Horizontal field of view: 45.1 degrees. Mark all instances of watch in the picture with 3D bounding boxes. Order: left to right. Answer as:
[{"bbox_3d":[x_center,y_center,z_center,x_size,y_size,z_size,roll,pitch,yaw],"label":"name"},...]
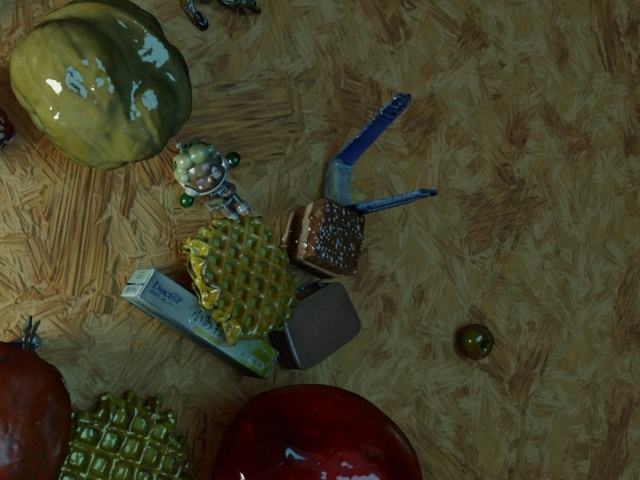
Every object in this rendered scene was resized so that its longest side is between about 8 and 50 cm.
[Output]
[{"bbox_3d":[0.114,-0.123,1.583,0.068,0.274,0.276,22,45,-33],"label":"watch"}]

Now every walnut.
[{"bbox_3d":[-0.353,-0.257,1.268,0.277,0.253,0.282,49,57,-26],"label":"walnut"}]

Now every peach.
[{"bbox_3d":[-0.016,0.432,1.393,0.388,0.388,0.388,5,81,-38],"label":"peach"}]

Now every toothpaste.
[{"bbox_3d":[-0.219,0.156,1.433,0.313,0.089,0.071,39,67,-28],"label":"toothpaste"}]

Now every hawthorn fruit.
[{"bbox_3d":[-0.479,0.248,1.110,0.276,0.276,0.307,42,56,-27],"label":"hawthorn fruit"}]

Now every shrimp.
[{"bbox_3d":[-0.202,-0.471,1.555,0.178,0.034,0.124,25,73,-32],"label":"shrimp"}]

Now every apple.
[{"bbox_3d":[0.384,0.250,1.905,0.089,0.074,0.089,3,85,-37],"label":"apple"}]

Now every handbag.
[{"bbox_3d":[-0.017,0.171,1.602,0.193,0.072,0.151,-31,104,-34],"label":"handbag"}]

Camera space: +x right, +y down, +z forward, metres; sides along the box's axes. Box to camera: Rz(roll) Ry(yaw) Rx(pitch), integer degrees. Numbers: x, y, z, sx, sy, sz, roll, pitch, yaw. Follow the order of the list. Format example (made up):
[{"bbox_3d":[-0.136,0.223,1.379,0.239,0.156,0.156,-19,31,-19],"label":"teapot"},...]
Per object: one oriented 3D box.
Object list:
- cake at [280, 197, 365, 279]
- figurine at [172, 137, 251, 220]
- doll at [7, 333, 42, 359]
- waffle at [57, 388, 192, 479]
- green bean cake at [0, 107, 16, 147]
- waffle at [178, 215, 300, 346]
[{"bbox_3d":[0.000,0.000,1.585,0.134,0.147,0.135,27,68,-34],"label":"cake"},{"bbox_3d":[-0.205,-0.110,1.470,0.147,0.093,0.197,-43,113,-6],"label":"figurine"},{"bbox_3d":[-0.479,0.195,1.247,0.076,0.050,0.083,-29,102,-52],"label":"doll"},{"bbox_3d":[-0.349,0.391,1.316,0.293,0.069,0.260,-18,97,-39],"label":"waffle"},{"bbox_3d":[-0.570,-0.187,1.216,0.135,0.056,0.135,-41,111,-34],"label":"green bean cake"},{"bbox_3d":[-0.142,0.069,1.453,0.254,0.052,0.245,-21,89,-51],"label":"waffle"}]
